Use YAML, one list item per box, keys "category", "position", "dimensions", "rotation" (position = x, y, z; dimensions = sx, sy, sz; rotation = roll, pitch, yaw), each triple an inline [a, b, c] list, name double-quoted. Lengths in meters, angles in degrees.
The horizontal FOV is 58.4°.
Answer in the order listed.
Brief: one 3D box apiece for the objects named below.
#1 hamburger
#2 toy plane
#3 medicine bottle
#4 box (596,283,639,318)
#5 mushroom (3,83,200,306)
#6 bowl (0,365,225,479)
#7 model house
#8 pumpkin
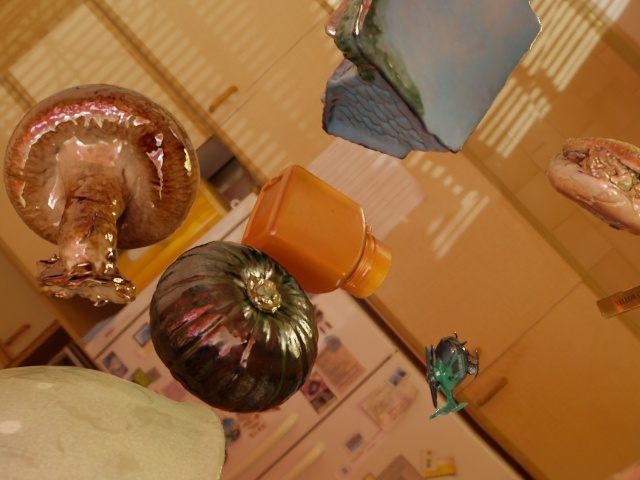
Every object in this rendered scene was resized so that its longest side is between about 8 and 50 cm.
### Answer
- category: "hamburger"
  position: [0.567, -0.102, 1.086]
  dimensions: [0.243, 0.286, 0.146]
  rotation: [-97, 29, -71]
- category: "toy plane"
  position: [0.232, 0.246, 1.036]
  dimensions: [0.096, 0.060, 0.235]
  rotation: [-29, -48, -16]
- category: "medicine bottle"
  position: [-0.001, 0.000, 0.917]
  dimensions: [0.112, 0.222, 0.149]
  rotation: [-28, 37, 50]
- category: "box"
  position: [0.478, 0.065, 0.803]
  dimensions: [0.193, 0.030, 0.121]
  rotation: [-4, -24, -48]
- category: "mushroom"
  position: [-0.411, -0.101, 1.016]
  dimensions: [0.356, 0.330, 0.334]
  rotation: [-48, -35, -64]
- category: "bowl"
  position: [-0.226, 0.166, 0.342]
  dimensions: [0.313, 0.146, 0.313]
  rotation: [-34, 13, 9]
- category: "model house"
  position: [0.143, -0.362, 1.039]
  dimensions: [0.360, 0.297, 0.339]
  rotation: [-56, 24, -13]
- category: "pumpkin"
  position: [-0.090, 0.089, 0.634]
  dimensions: [0.140, 0.202, 0.202]
  rotation: [-49, -8, 28]
